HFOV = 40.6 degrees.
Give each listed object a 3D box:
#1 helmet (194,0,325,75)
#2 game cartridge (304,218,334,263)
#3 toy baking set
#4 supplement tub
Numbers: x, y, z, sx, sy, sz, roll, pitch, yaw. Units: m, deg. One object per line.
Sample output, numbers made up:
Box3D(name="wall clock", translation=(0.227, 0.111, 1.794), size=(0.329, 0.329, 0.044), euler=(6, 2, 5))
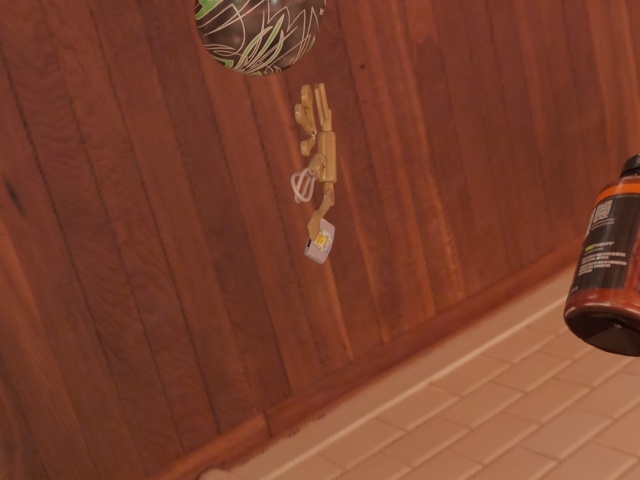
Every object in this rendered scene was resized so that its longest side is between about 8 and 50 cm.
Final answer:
Box3D(name="helmet", translation=(-0.075, -0.283, 1.060), size=(0.169, 0.169, 0.161), euler=(26, 41, -35))
Box3D(name="game cartridge", translation=(0.000, 0.000, 1.673), size=(0.056, 0.017, 0.083), euler=(35, 66, -45))
Box3D(name="toy baking set", translation=(-0.012, -0.125, 1.343), size=(0.197, 0.030, 0.256), euler=(5, 82, -73))
Box3D(name="supplement tub", translation=(0.316, 0.009, 0.861), size=(0.106, 0.106, 0.197), euler=(42, 59, -32))
